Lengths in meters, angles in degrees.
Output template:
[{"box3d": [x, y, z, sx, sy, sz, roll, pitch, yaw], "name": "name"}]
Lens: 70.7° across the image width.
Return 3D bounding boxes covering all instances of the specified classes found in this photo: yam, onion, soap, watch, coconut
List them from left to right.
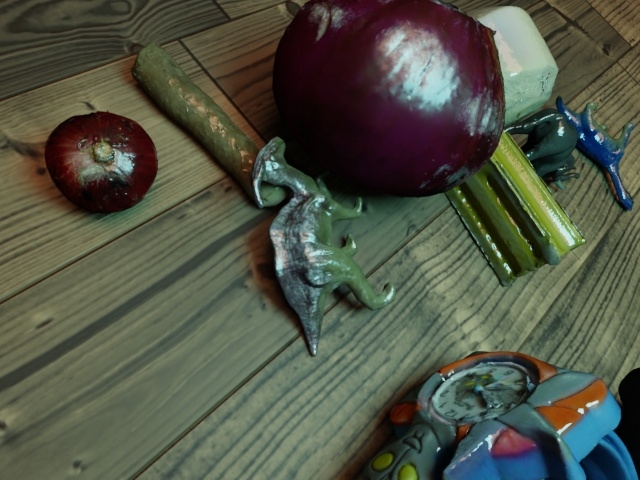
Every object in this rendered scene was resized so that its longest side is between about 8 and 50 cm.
[{"box3d": [-0.268, -0.097, 0.563, 0.131, 0.131, 0.131, 8, 65, -17], "name": "onion"}, {"box3d": [-0.158, -0.164, 0.664, 0.300, 0.066, 0.066, 45, 60, 3], "name": "yam"}, {"box3d": [0.092, -0.202, 0.619, 0.337, 0.282, 0.260, 44, 31, 3], "name": "onion"}, {"box3d": [0.293, -0.311, 0.819, 0.224, 0.224, 0.234, -29, 86, -29], "name": "coconut"}, {"box3d": [0.204, 0.304, 0.508, 0.305, 0.241, 0.274, -33, 99, -19], "name": "watch"}, {"box3d": [0.306, -0.054, 0.749, 0.076, 0.135, 0.233, -21, 75, -27], "name": "soap"}]

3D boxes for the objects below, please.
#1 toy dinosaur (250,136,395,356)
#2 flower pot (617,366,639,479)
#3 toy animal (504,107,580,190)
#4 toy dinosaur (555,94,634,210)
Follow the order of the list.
[{"box3d": [-0.004, 0.000, 0.626, 0.162, 0.077, 0.294, -15, 81, -33], "name": "toy dinosaur"}, {"box3d": [0.500, 0.368, 0.556, 0.379, 0.379, 0.251, 42, 82, 1], "name": "flower pot"}, {"box3d": [0.404, -0.144, 0.831, 0.269, 0.137, 0.082, 33, 34, -52], "name": "toy animal"}, {"box3d": [0.579, -0.192, 0.957, 0.248, 0.075, 0.188, 26, 68, -15], "name": "toy dinosaur"}]
